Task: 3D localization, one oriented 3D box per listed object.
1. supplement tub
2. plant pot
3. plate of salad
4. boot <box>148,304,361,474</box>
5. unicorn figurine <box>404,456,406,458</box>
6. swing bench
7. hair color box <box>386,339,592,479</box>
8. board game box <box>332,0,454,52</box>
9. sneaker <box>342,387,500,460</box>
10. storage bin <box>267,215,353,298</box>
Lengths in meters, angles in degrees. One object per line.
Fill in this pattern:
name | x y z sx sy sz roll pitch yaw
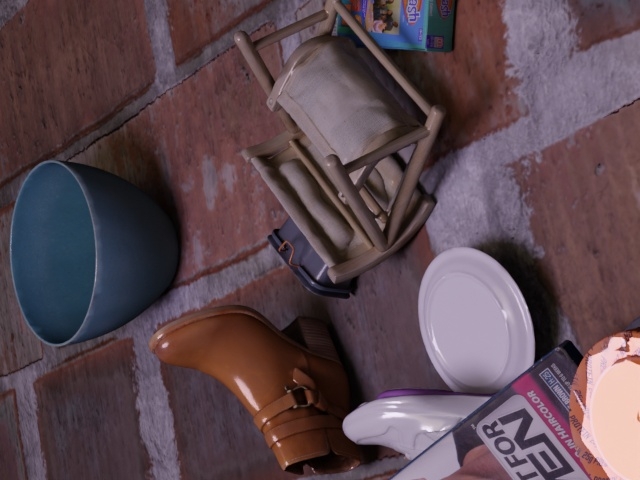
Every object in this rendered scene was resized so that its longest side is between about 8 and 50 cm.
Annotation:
supplement tub | 0.385 0.144 1.330 0.193 0.316 0.193 3 94 53
plant pot | -0.344 0.017 2.368 0.290 0.195 0.290 4 95 52
plate of salad | 0.192 0.103 1.792 0.200 0.048 0.199 20 116 47
boot | -0.081 0.208 1.962 0.109 0.283 0.220 -43 51 39
unicorn figurine | 0.197 0.294 1.800 0.162 0.060 0.111 -22 77 30
swing bench | 0.021 -0.130 1.892 0.253 0.165 0.254 54 161 31
hair color box | 0.184 0.282 1.607 0.347 0.105 0.174 -41 81 12
board game box | 0.089 -0.325 1.910 0.210 0.047 0.160 14 103 52
sneaker | 0.157 0.247 1.728 0.305 0.114 0.152 -2 82 33
storage bin | 0.000 0.000 2.014 0.135 0.098 0.091 50 118 39
